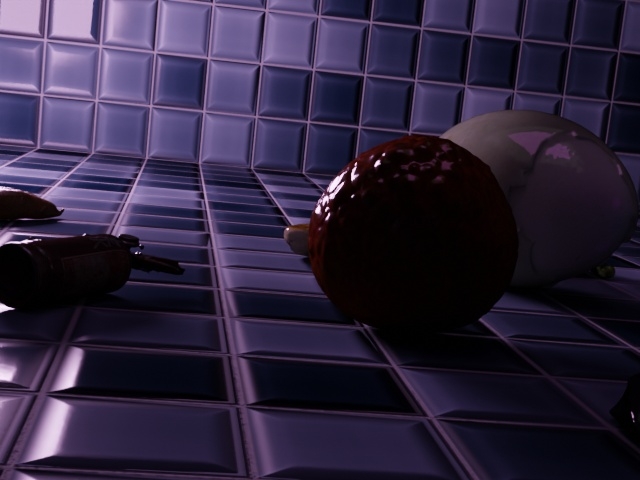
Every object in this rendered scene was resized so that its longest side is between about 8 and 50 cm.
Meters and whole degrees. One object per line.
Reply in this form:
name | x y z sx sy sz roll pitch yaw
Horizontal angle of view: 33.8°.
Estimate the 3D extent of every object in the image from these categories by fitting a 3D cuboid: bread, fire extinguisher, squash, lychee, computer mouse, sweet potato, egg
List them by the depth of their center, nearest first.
computer mouse | 0.313 0.148 0.922 0.099 0.057 0.172 9 12 6
fire extinguisher | -0.265 0.041 1.248 0.106 0.075 0.252 40 20 21
lychee | 0.110 -0.003 1.256 0.255 0.255 0.300 5 -25 -7
egg | 0.318 -0.062 1.609 0.278 0.278 0.336 -1 6 -42
bread | 0.000 -0.001 1.748 0.073 0.053 0.214 15 9 28
sweet potato | -0.518 -0.062 1.783 0.206 0.060 0.068 12 40 -49
squash | 0.494 0.052 1.841 0.027 0.027 0.089 6 5 -3
